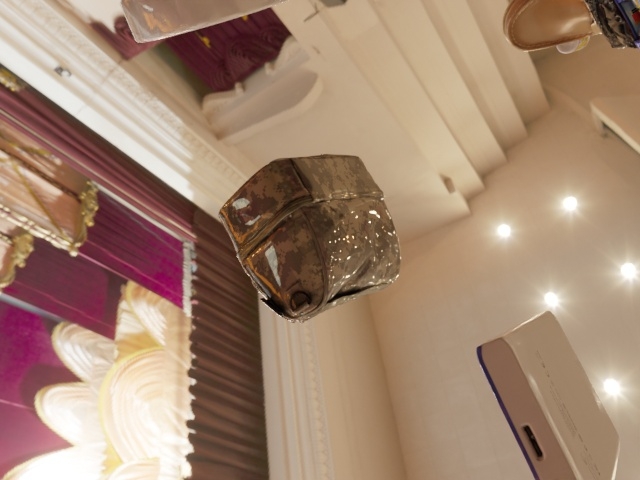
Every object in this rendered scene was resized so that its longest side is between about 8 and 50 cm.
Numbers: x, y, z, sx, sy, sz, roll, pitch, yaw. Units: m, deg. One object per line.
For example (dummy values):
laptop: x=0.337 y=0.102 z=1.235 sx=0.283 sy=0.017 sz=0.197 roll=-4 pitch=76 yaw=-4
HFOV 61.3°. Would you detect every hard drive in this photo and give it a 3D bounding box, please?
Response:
hard drive: x=0.295 y=0.202 z=0.669 sx=0.040 sy=0.319 sz=0.210 roll=-31 pitch=-107 yaw=27

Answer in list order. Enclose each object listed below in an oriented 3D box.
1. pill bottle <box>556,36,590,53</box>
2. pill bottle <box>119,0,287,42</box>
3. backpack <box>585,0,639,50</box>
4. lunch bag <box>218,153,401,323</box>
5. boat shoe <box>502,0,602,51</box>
pill bottle: x=0.514 y=-0.406 z=1.093 sx=0.043 sy=0.043 sz=0.083 roll=15 pitch=-149 yaw=42
pill bottle: x=-0.105 y=-0.287 z=0.288 sx=0.181 sy=0.323 sz=0.181 roll=-13 pitch=-153 yaw=7
backpack: x=0.279 y=-0.260 z=0.429 sx=0.158 sy=0.173 sz=0.117 roll=-32 pitch=-165 yaw=21
lunch bag: x=0.000 y=0.000 z=0.986 sx=0.212 sy=0.305 sz=0.256 roll=-40 pitch=-107 yaw=32
boat shoe: x=0.392 y=-0.339 z=0.707 sx=0.341 sy=0.121 sz=0.110 roll=-20 pitch=-145 yaw=45
